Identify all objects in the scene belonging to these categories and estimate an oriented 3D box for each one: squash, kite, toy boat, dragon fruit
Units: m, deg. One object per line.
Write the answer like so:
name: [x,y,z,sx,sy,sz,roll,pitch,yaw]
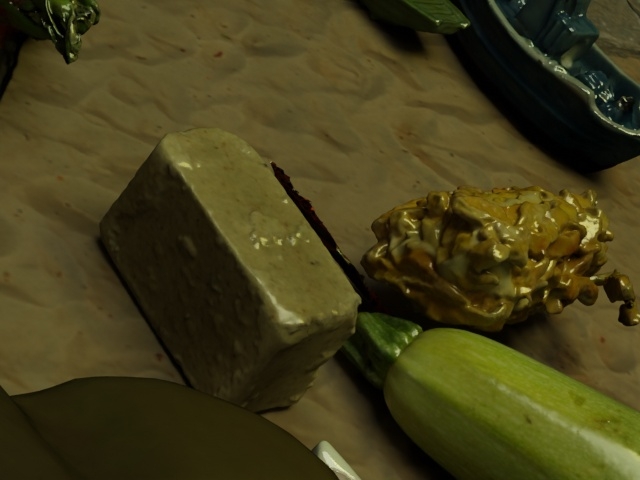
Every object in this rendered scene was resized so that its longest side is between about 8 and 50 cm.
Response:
squash: [0.126,0.134,1.113,0.287,0.137,0.137,30,36,4]
kite: [0.001,-0.001,1.202,0.222,0.008,0.125,53,-7,-30]
toy boat: [0.039,-0.287,1.555,0.093,0.055,0.293,-5,51,-42]
dragon fruit: [-0.227,-0.193,1.177,0.135,0.137,0.236,-18,58,-30]
toy boat: [0.219,-0.193,1.518,0.129,0.142,0.309,-8,53,-45]

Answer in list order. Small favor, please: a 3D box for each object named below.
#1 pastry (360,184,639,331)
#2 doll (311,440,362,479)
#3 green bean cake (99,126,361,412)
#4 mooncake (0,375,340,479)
pastry: [0.153,0.010,1.228,0.154,0.102,0.250,8,6,37]
doll: [0.026,0.185,1.001,0.207,0.081,0.129,11,50,-31]
green bean cake: [-0.062,0.021,1.089,0.085,0.109,0.179,-10,55,-44]
mooncake: [-0.088,0.219,0.597,0.467,0.262,0.467,18,9,-3]
